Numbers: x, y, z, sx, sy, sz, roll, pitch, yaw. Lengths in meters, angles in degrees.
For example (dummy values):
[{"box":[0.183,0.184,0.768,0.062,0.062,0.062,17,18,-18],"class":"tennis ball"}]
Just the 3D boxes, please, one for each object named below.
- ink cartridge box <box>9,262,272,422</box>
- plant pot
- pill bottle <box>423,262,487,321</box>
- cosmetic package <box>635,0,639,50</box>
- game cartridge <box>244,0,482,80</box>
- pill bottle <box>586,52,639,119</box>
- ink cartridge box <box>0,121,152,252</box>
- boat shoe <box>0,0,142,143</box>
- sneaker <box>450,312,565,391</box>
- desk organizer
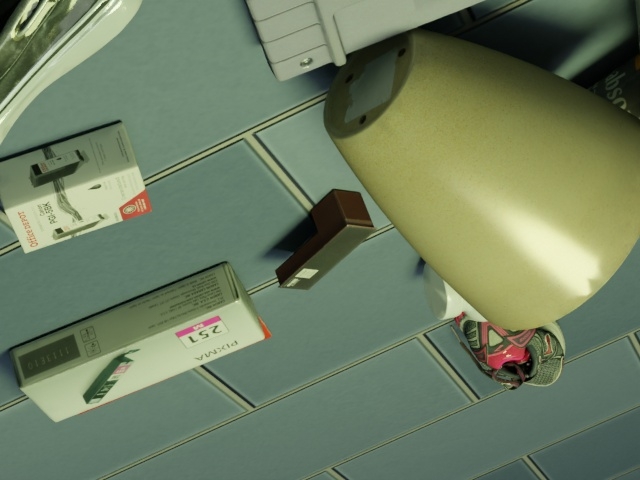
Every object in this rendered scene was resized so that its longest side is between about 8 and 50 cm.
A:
[{"box":[-0.199,0.143,2.144,0.275,0.060,0.239,-22,152,2],"class":"ink cartridge box"},{"box":[0.145,-0.087,1.766,0.274,0.256,0.256,33,125,-30],"class":"plant pot"},{"box":[0.224,0.042,2.205,0.184,0.103,0.103,-11,152,-18],"class":"pill bottle"},{"box":[0.364,-0.183,1.770,0.099,0.060,0.239,-8,117,5],"class":"cosmetic package"},{"box":[0.099,-0.270,1.582,0.355,0.068,0.230,-21,158,1],"class":"game cartridge"},{"box":[0.371,-0.126,1.933,0.278,0.162,0.162,-36,150,26],"class":"pill bottle"},{"box":[-0.240,-0.050,1.750,0.135,0.056,0.099,-19,154,-5],"class":"ink cartridge box"},{"box":[-0.298,-0.149,1.482,0.335,0.121,0.119,-42,141,16],"class":"boat shoe"},{"box":[0.259,0.152,2.431,0.121,0.112,0.299,-28,153,15],"class":"sneaker"},{"box":[0.000,0.000,2.024,0.047,0.050,0.130,6,143,-42],"class":"desk organizer"}]
